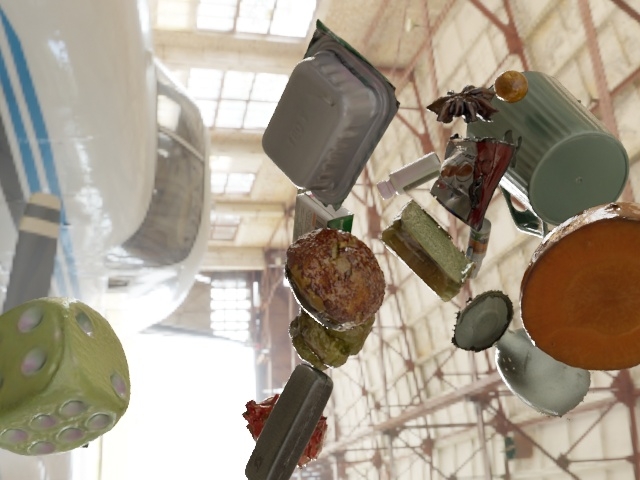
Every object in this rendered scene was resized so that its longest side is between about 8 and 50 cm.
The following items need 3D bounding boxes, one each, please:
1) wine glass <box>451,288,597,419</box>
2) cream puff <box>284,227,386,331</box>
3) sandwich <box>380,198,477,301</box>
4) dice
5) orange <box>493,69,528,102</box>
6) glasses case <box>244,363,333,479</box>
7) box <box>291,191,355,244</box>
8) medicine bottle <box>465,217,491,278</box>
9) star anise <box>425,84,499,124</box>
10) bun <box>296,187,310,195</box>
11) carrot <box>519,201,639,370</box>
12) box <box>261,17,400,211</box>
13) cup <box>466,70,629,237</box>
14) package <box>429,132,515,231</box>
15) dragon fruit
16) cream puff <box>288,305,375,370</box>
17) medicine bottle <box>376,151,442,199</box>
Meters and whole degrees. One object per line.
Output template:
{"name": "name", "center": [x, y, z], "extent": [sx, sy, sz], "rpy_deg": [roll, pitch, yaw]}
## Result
{"name": "wine glass", "center": [0.493, 0.280, 1.829], "extent": [0.190, 0.357, 0.190], "rpy_deg": [-41, -153, 27]}
{"name": "cream puff", "center": [0.037, 0.074, 1.568], "extent": [0.164, 0.240, 0.240], "rpy_deg": [-33, -131, 31]}
{"name": "sandwich", "center": [0.277, 0.028, 1.941], "extent": [0.087, 0.251, 0.226], "rpy_deg": [-46, 180, 25]}
{"name": "dice", "center": [-0.561, 0.285, 1.582], "extent": [0.254, 0.252, 0.249], "rpy_deg": [52, 14, -52]}
{"name": "orange", "center": [0.468, -0.377, 1.851], "extent": [0.070, 0.083, 0.083], "rpy_deg": [86, -6, -45]}
{"name": "glasses case", "center": [-0.079, 0.466, 1.878], "extent": [0.323, 0.074, 0.131], "rpy_deg": [-63, -154, -7]}
{"name": "box", "center": [0.000, 0.000, 1.759], "extent": [0.135, 0.081, 0.199], "rpy_deg": [41, -47, 43]}
{"name": "medicine bottle", "center": [0.456, 0.036, 2.246], "extent": [0.061, 0.092, 0.220], "rpy_deg": [32, -36, 29]}
{"name": "star anise", "center": [0.322, -0.310, 1.714], "extent": [0.168, 0.168, 0.057], "rpy_deg": [-106, -174, -49]}
{"name": "bun", "center": [-0.009, -0.176, 2.188], "extent": [0.183, 0.102, 0.183], "rpy_deg": [-174, -90, -78]}
{"name": "carrot", "center": [0.472, 0.082, 1.254], "extent": [0.307, 0.258, 0.100], "rpy_deg": [-40, 173, 23]}
{"name": "box", "center": [-0.012, -0.246, 1.578], "extent": [0.264, 0.106, 0.336], "rpy_deg": [47, -51, 22]}
{"name": "cup", "center": [0.605, -0.206, 1.986], "extent": [0.401, 0.310, 0.392], "rpy_deg": [53, 10, -31]}
{"name": "package", "center": [0.323, -0.136, 1.647], "extent": [0.269, 0.071, 0.194], "rpy_deg": [33, -66, 62]}
{"name": "dragon fruit", "center": [-0.108, 0.533, 2.152], "extent": [0.205, 0.268, 0.210], "rpy_deg": [-67, -166, -16]}
{"name": "cream puff", "center": [0.026, 0.228, 2.011], "extent": [0.244, 0.196, 0.244], "rpy_deg": [-58, -176, 6]}
{"name": "medicine bottle", "center": [0.291, -0.206, 2.453], "extent": [0.078, 0.219, 0.115], "rpy_deg": [65, 11, 11]}
